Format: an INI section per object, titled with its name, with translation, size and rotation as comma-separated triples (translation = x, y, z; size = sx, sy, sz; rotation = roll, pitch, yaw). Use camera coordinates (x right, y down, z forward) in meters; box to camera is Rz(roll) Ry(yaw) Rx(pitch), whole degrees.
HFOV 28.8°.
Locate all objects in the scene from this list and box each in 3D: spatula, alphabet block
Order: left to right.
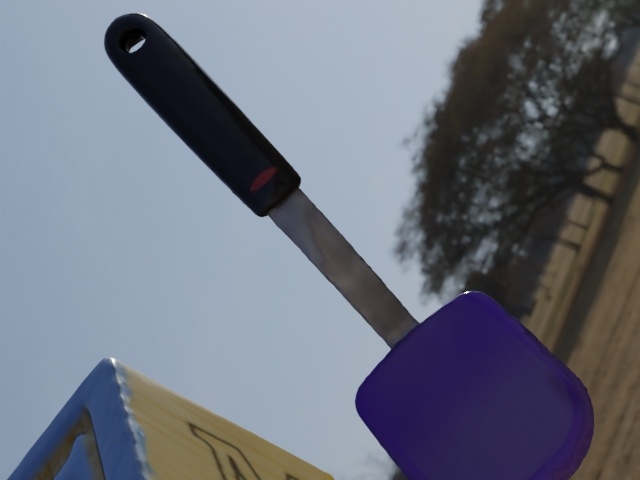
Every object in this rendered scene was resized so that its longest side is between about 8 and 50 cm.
[alphabet block]
translation = -0.094, 0.223, 0.769
size = 0.192, 0.197, 0.193
rotation = -51, 28, 12
[spatula]
translation = 0.000, 0.000, 0.556
size = 0.084, 0.296, 0.030
rotation = -42, -12, -2
